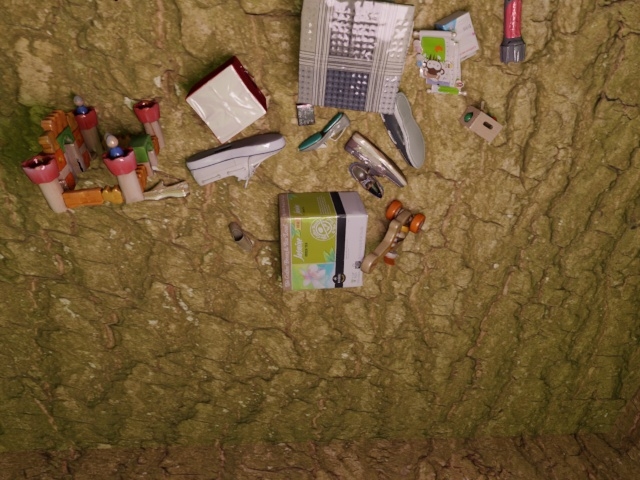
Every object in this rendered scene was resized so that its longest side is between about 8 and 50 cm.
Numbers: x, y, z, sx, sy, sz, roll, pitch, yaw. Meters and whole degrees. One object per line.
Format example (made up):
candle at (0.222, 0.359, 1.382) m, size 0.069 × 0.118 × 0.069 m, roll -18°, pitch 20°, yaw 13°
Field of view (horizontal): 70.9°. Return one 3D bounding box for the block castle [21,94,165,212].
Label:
block castle at (-0.671, -0.296, 1.379) m, size 0.304 × 0.453 × 0.212 m, roll -7°, pitch 127°, yaw -3°

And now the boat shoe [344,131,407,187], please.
boat shoe at (0.210, -0.289, 1.699) m, size 0.285 × 0.102 × 0.092 m, roll 38°, pitch 114°, yaw -21°

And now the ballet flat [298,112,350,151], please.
ballet flat at (0.019, -0.375, 1.638) m, size 0.213 × 0.072 × 0.068 m, roll -37°, pitch 122°, yaw 13°

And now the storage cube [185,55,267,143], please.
storage cube at (-0.303, -0.461, 1.476) m, size 0.215 × 0.193 × 0.183 m, roll -32°, pitch 119°, yaw 10°

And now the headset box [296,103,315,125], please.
headset box at (-0.053, -0.455, 1.604) m, size 0.062 × 0.032 × 0.083 m, roll -9°, pitch 120°, yaw -3°

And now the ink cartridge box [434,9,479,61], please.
ink cartridge box at (0.459, -0.678, 1.509) m, size 0.092 × 0.089 × 0.143 m, roll -25°, pitch 121°, yaw 7°

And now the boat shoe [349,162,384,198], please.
boat shoe at (0.186, -0.230, 1.744) m, size 0.183 × 0.066 × 0.066 m, roll 37°, pitch 109°, yaw -24°

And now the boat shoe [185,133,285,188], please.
boat shoe at (-0.288, -0.268, 1.622) m, size 0.368 × 0.135 × 0.156 m, roll -16°, pitch 120°, yaw 5°

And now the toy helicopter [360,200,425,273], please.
toy helicopter at (0.262, 0.022, 1.781) m, size 0.140 × 0.355 × 0.234 m, roll 32°, pitch 141°, yaw 21°

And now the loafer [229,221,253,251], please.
loafer at (-0.324, -0.005, 1.816) m, size 0.056 × 0.050 × 0.148 m, roll -28°, pitch 119°, yaw 9°

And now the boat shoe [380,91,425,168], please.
boat shoe at (0.301, -0.399, 1.652) m, size 0.114 × 0.091 × 0.302 m, roll -45°, pitch 125°, yaw -33°

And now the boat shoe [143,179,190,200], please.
boat shoe at (-0.587, -0.191, 1.675) m, size 0.190 × 0.068 × 0.072 m, roll -9°, pitch 109°, yaw -13°

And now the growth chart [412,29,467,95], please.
growth chart at (0.402, -0.601, 1.528) m, size 0.172 × 0.021 × 0.237 m, roll 12°, pitch 141°, yaw 37°

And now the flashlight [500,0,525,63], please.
flashlight at (0.641, -0.747, 1.481) m, size 0.103 × 0.103 × 0.303 m, roll -27°, pitch 121°, yaw -31°

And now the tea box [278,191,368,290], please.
tea box at (0.000, 0.000, 1.763) m, size 0.324 × 0.219 × 0.328 m, roll -3°, pitch 120°, yaw -5°

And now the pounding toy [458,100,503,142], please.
pounding toy at (0.584, -0.443, 1.637) m, size 0.141 × 0.130 × 0.100 m, roll 26°, pitch 113°, yaw -20°

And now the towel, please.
towel at (0.094, -0.534, 1.295) m, size 0.313 × 0.056 × 0.324 m, roll 7°, pitch 131°, yaw -1°
